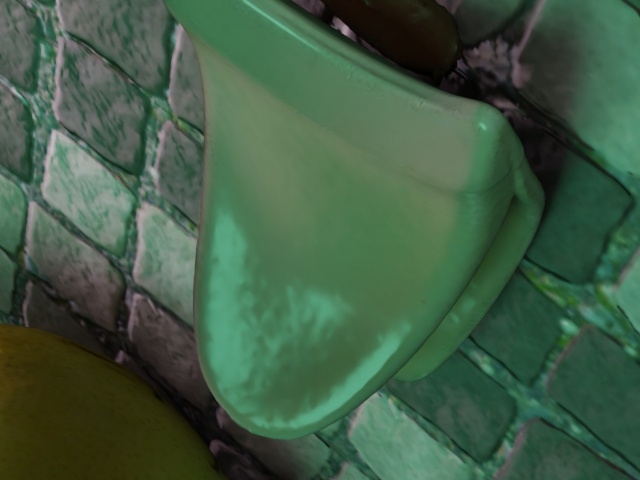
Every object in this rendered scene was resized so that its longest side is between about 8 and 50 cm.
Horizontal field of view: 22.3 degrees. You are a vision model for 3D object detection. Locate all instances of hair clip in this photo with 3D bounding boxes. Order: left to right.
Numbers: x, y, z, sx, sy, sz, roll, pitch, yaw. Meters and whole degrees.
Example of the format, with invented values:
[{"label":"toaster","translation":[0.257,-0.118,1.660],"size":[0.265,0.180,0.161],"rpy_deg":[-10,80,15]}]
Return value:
[{"label":"hair clip","translation":[0.012,-0.014,0.741],"size":[0.172,0.113,0.282],"rpy_deg":[33,138,21]}]

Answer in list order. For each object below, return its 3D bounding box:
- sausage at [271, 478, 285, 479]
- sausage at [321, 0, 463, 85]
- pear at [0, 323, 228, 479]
[{"label":"sausage","translation":[0.011,0.217,1.026],"size":[0.158,0.036,0.042],"rpy_deg":[50,154,-4]},{"label":"sausage","translation":[-0.010,-0.132,0.694],"size":[0.177,0.040,0.047],"rpy_deg":[40,145,9]},{"label":"pear","translation":[-0.207,0.221,1.007],"size":[0.348,0.348,0.348],"rpy_deg":[29,142,26]}]
